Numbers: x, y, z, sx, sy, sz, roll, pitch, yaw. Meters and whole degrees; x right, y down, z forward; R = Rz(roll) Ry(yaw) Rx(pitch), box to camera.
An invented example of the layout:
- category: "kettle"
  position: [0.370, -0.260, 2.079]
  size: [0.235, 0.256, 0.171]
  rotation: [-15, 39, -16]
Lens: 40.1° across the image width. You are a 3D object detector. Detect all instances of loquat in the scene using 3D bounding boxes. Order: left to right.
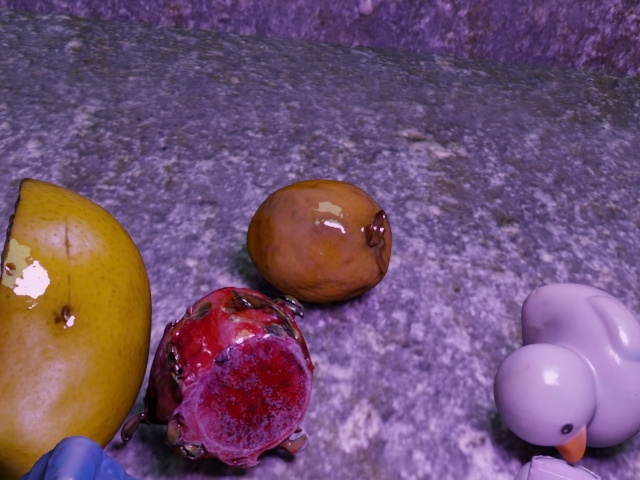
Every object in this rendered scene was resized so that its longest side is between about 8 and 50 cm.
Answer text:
- category: "loquat"
  position: [0.000, 0.000, 1.410]
  size: [0.238, 0.193, 0.238]
  rotation: [-1, 10, 0]

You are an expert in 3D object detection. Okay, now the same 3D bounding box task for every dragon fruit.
- category: "dragon fruit"
  position: [-0.107, 0.187, 1.093]
  size: [0.282, 0.211, 0.147]
  rotation: [-40, 43, -17]

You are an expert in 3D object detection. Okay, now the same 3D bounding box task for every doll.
- category: "doll"
  position: [0.321, 0.175, 1.176]
  size: [0.221, 0.221, 0.251]
  rotation: [0, 59, -13]

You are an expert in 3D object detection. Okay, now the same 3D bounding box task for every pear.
- category: "pear"
  position: [-0.296, 0.119, 1.031]
  size: [0.191, 0.340, 0.387]
  rotation: [10, 51, -18]

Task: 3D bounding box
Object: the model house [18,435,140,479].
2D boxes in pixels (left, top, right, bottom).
- category: "model house"
  position: [-0.288, 0.338, 0.617]
  size: [0.445, 0.400, 0.395]
  rotation: [6, 35, -1]

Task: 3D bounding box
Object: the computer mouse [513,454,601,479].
- category: "computer mouse"
  position: [0.274, 0.350, 1.032]
  size: [0.125, 0.056, 0.245]
  rotation: [14, 27, 13]
